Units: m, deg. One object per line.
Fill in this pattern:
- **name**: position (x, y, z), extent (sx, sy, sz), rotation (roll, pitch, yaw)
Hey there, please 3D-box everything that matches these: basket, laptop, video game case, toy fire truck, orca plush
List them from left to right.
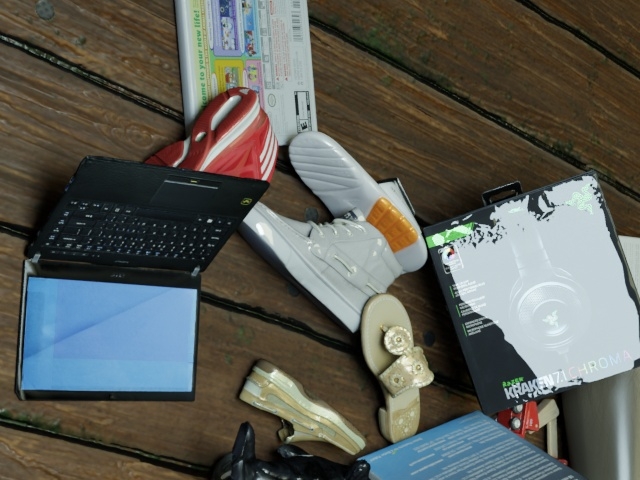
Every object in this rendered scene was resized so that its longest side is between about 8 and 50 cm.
- **laptop**: position (-0.196, 0.051, 1.314), extent (0.234, 0.264, 0.137), rotation (6, 48, -39)
- **video game case**: position (-0.091, -0.223, 1.482), extent (0.193, 0.023, 0.212), rotation (-6, 93, -39)
- **orca plush**: position (0.005, 0.273, 1.405), extent (0.102, 0.151, 0.287), rotation (-37, 132, 13)
- **toy fire truck**: position (0.319, 0.265, 1.768), extent (0.135, 0.047, 0.192), rotation (19, 76, -37)
- **basket**: position (0.450, 0.302, 1.772), extent (0.204, 0.154, 0.227), rotation (7, 72, -2)

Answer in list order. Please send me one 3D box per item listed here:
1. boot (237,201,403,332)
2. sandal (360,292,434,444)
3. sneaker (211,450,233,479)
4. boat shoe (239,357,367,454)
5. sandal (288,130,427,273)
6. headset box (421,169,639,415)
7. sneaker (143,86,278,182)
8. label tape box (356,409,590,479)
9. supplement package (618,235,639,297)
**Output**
- **boot**: position (0.000, 0.000, 1.488), extent (0.123, 0.095, 0.258), rotation (-51, 128, -9)
- **sandal**: position (0.118, 0.178, 1.544), extent (0.088, 0.079, 0.240), rotation (-33, 128, -34)
- **sneaker**: position (-0.038, 0.363, 1.466), extent (0.271, 0.100, 0.108), rotation (51, 23, -15)
- **boat shoe**: position (-0.026, 0.227, 1.495), extent (0.190, 0.068, 0.072), rotation (38, 78, -20)
- **sandal**: position (0.061, -0.062, 1.544), extent (0.265, 0.102, 0.076), rotation (52, 41, -30)
- **headset box**: position (0.289, 0.061, 1.597), extent (0.246, 0.131, 0.283), rotation (-18, 86, 4)
- **sneaker**: position (-0.131, -0.066, 1.402), extent (0.221, 0.087, 0.128), rotation (-43, 134, -8)
- **label tape box**: position (0.236, 0.364, 1.512), extent (0.240, 0.333, 0.106), rotation (-14, 120, -38)
- **supplement package**: position (0.465, 0.086, 1.809), extent (0.293, 0.177, 0.175), rotation (6, 86, -38)
